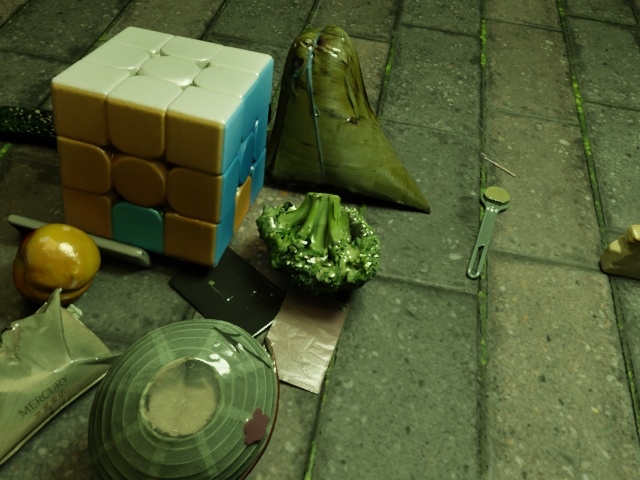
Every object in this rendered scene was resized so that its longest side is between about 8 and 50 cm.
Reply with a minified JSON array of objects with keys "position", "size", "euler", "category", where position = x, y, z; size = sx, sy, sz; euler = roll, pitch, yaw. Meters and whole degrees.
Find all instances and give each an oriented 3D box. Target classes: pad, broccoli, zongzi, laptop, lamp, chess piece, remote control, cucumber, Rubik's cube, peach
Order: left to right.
[{"position":[-0.597,-0.242,1.363],"size":[0.265,0.077,0.077],"euler":[10,45,2],"category":"cucumber"},{"position":[-0.428,0.037,1.069],"size":[0.138,0.138,0.138],"euler":[4,45,-4],"category":"peach"},{"position":[-0.427,0.003,1.156],"size":[0.260,0.067,0.029],"euler":[15,73,7],"category":"remote control"},{"position":[-0.264,-0.174,1.163],"size":[0.291,0.292,0.290],"euler":[14,38,4],"category":"Rubik's cube"},{"position":[-0.173,0.224,0.863],"size":[0.233,0.233,0.265],"euler":[20,68,12],"category":"lamp"},{"position":[-0.155,0.090,1.138],"size":[0.197,0.016,0.135],"euler":[36,53,25],"category":"laptop"},{"position":[-0.028,0.159,1.088],"size":[0.113,0.006,0.188],"euler":[21,48,3],"category":"pad"},{"position":[0.001,0.003,1.129],"size":[0.197,0.226,0.176],"euler":[-15,92,-26],"category":"broccoli"},{"position":[0.086,-0.224,1.275],"size":[0.360,0.323,0.160],"euler":[20,38,7],"category":"zongzi"},{"position":[0.693,0.037,1.230],"size":[0.300,0.137,0.137],"euler":[6,45,3],"category":"chess piece"}]

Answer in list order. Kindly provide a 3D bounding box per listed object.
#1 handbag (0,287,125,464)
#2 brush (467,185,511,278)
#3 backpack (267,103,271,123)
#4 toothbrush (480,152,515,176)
[{"position":[-0.429,0.193,0.930],"size":[0.182,0.117,0.270],"euler":[43,54,5],"category":"handbag"},{"position":[0.332,-0.022,1.304],"size":[0.062,0.027,0.266],"euler":[18,46,11],"category":"brush"},{"position":[-0.186,-0.278,1.428],"size":[0.165,0.120,0.106],"euler":[-14,88,2],"category":"backpack"},{"position":[0.399,-0.171,1.472],"size":[0.006,0.008,0.097],"euler":[-40,62,-21],"category":"toothbrush"}]
